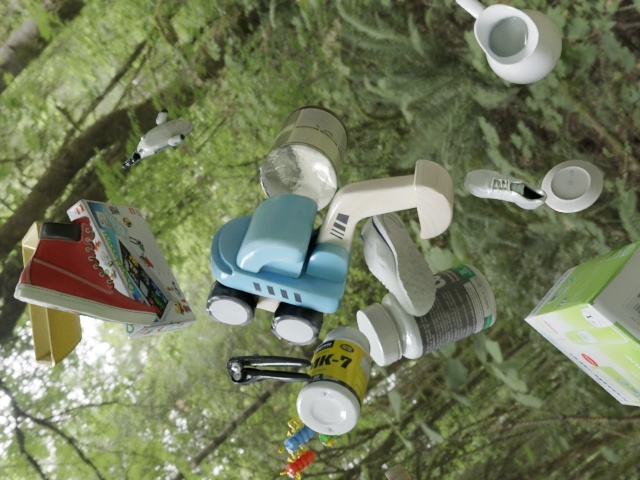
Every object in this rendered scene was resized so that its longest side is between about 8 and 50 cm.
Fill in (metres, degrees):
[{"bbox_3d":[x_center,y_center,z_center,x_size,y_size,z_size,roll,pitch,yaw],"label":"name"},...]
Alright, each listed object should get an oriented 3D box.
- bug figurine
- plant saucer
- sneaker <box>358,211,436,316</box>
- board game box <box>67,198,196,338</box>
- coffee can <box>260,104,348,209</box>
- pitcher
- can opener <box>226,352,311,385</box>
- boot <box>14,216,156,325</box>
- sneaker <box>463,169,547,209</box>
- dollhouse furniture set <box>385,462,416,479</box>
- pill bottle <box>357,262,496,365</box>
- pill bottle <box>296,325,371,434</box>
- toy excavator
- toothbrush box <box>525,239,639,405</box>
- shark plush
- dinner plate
[{"bbox_3d":[-0.013,0.492,1.555,0.072,0.216,0.279,43,154,27],"label":"bug figurine"},{"bbox_3d":[-0.662,0.137,1.538,0.081,0.333,0.332,-5,-96,-31],"label":"plant saucer"},{"bbox_3d":[0.145,0.053,1.219,0.090,0.095,0.235,7,-130,-37],"label":"sneaker"},{"bbox_3d":[-0.399,0.058,1.336,0.305,0.053,0.193,60,-164,13],"label":"board game box"},{"bbox_3d":[-0.037,-0.225,1.692,0.201,0.202,0.275,44,-152,-18],"label":"coffee can"},{"bbox_3d":[0.328,-0.361,1.089,0.177,0.125,0.207,52,-152,17],"label":"pitcher"},{"bbox_3d":[-0.097,0.237,1.160,0.073,0.186,0.059,-2,-98,-58],"label":"can opener"},{"bbox_3d":[-0.402,0.054,1.136,0.244,0.176,0.088,19,162,-16],"label":"boot"},{"bbox_3d":[0.335,-0.097,1.121,0.152,0.053,0.061,14,177,0],"label":"sneaker"},{"bbox_3d":[0.102,0.574,0.969,0.173,0.303,0.355,58,175,-13],"label":"dollhouse furniture set"},{"bbox_3d":[0.304,0.217,1.800,0.204,0.361,0.204,160,90,-77],"label":"pill bottle"},{"bbox_3d":[0.034,0.265,1.216,0.119,0.119,0.208,46,-153,-10],"label":"pill bottle"},{"bbox_3d":[0.000,0.000,1.236,0.433,0.445,0.222,15,-133,0],"label":"toy excavator"},{"bbox_3d":[0.448,0.130,0.894,0.206,0.122,0.283,42,174,8],"label":"toothbrush box"},{"bbox_3d":[-0.327,-0.188,1.258,0.073,0.161,0.067,44,-178,4],"label":"shark plush"},{"bbox_3d":[0.603,-0.134,1.497,0.017,0.141,0.141,39,-167,-51],"label":"dinner plate"}]
